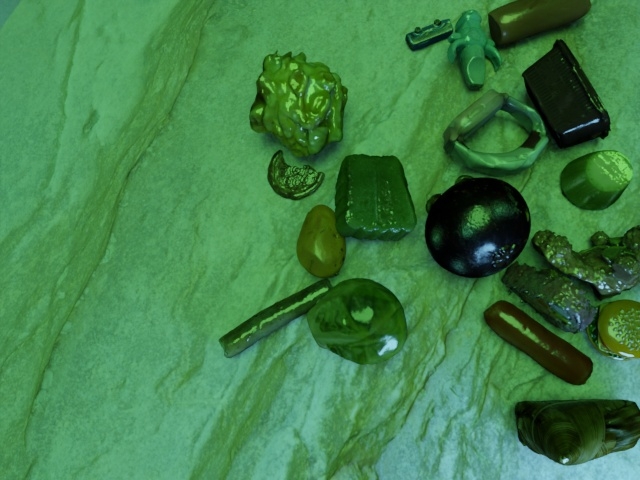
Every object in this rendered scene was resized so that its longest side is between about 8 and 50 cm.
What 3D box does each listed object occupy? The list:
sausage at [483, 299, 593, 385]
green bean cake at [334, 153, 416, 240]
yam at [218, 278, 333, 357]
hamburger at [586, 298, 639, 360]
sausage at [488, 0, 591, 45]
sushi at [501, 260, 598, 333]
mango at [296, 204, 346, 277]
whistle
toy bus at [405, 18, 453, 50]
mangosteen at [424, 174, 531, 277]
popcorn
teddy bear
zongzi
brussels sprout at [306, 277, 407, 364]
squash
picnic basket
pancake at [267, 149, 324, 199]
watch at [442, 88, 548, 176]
[{"bbox_3d":[0.568,0.265,1.185,0.300,0.083,0.089,35,70,16],"label":"sausage"},{"bbox_3d":[0.155,-0.127,1.320,0.222,0.125,0.248,3,74,-13],"label":"green bean cake"},{"bbox_3d":[-0.127,0.222,1.318,0.371,0.083,0.083,-31,72,-2],"label":"yam"},{"bbox_3d":[0.766,0.227,1.146,0.162,0.115,0.162,-2,76,9],"label":"hamburger"},{"bbox_3d":[0.689,-0.716,1.426,0.304,0.121,0.121,-18,72,5],"label":"sausage"},{"bbox_3d":[0.605,0.151,1.194,0.107,0.241,0.161,-45,111,-7],"label":"sushi"},{"bbox_3d":[0.000,0.000,1.341,0.147,0.109,0.227,-8,72,7],"label":"mango"},{"bbox_3d":[0.480,-0.615,1.449,0.186,0.093,0.274,1,76,-18],"label":"whistle"},{"bbox_3d":[0.363,-0.686,1.509,0.153,0.051,0.061,-21,78,3],"label":"toy bus"},{"bbox_3d":[0.408,-0.044,1.212,0.288,0.288,0.288,-2,74,9],"label":"mangosteen"},{"bbox_3d":[-0.058,-0.413,1.381,0.312,0.312,0.312,-2,74,9],"label":"popcorn"},{"bbox_3d":[0.732,0.027,1.154,0.296,0.246,0.222,38,109,4],"label":"teddy bear"},{"bbox_3d":[0.615,0.438,1.020,0.286,0.288,0.134,-8,79,7],"label":"zongzi"},{"bbox_3d":[0.093,0.214,1.218,0.271,0.210,0.219,-11,97,14],"label":"brussels sprout"},{"bbox_3d":[0.775,-0.175,1.264,0.170,0.123,0.170,-2,80,9],"label":"squash"},{"bbox_3d":[0.697,-0.406,1.309,0.129,0.222,0.297,-27,70,25],"label":"picnic basket"},{"bbox_3d":[-0.081,-0.218,1.464,0.190,0.020,0.184,-6,72,7],"label":"pancake"},{"bbox_3d":[0.521,-0.299,1.335,0.253,0.162,0.241,-39,85,0],"label":"watch"}]
